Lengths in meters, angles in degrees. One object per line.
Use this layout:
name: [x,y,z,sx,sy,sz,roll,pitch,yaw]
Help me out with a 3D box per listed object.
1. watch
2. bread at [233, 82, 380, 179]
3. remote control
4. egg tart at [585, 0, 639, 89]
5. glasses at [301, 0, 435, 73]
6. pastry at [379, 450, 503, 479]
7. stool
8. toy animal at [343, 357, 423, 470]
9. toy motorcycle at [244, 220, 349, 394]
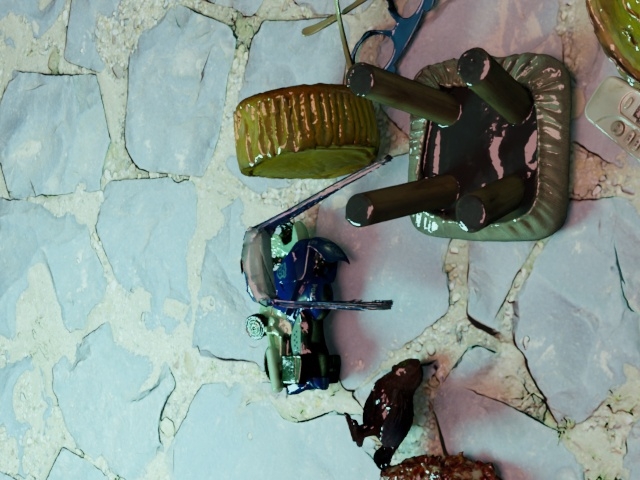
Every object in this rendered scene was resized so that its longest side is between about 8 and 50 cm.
watch: [-0.005,-0.011,1.953,0.275,0.068,0.276,-2,81,22]
bread: [-0.029,-0.191,1.961,0.227,0.254,0.142,-13,79,51]
remote control: [0.500,-0.157,1.658,0.230,0.049,0.090,45,116,31]
egg tart: [0.544,-0.401,1.542,0.443,0.178,0.442,2,93,39]
glasses: [0.070,-0.405,1.951,0.239,0.207,0.102,-58,21,21]
pastry: [0.200,0.419,1.877,0.209,0.097,0.115,-5,97,38]
stool: [0.219,-0.150,1.778,0.310,0.226,0.310,2,93,39]
toy animal: [0.129,0.295,1.926,0.179,0.218,0.116,-44,92,-7]
toy motorcycle: [-0.034,0.118,2.053,0.196,0.125,0.331,-8,81,39]
